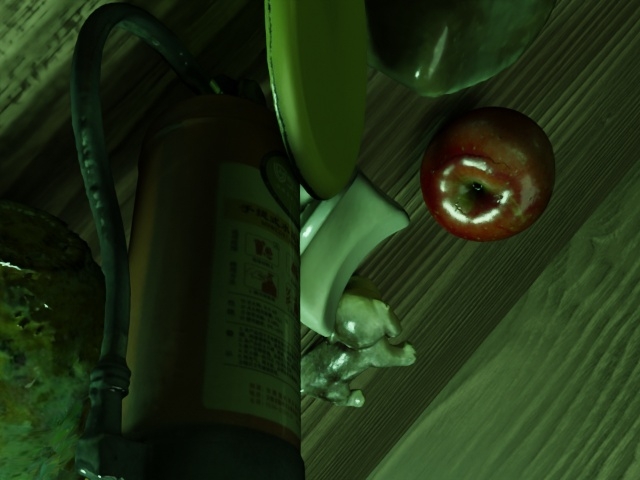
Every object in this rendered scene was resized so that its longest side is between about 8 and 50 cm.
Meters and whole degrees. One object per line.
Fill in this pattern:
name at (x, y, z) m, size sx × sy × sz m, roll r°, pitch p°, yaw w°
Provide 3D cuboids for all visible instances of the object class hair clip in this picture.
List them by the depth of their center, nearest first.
hair clip at (-0.014, -0.022, 0.736) m, size 0.172 × 0.113 × 0.282 m, roll -54°, pitch 160°, yaw -6°

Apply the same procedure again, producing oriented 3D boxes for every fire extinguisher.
fire extinguisher at (-0.072, -0.004, 0.449) m, size 0.113 × 0.376 × 0.200 m, roll -6°, pitch 144°, yaw 5°

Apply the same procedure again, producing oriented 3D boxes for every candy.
candy at (0.134, -0.215, 0.711) m, size 0.234 × 0.104 × 0.102 m, roll -26°, pitch 148°, yaw -45°

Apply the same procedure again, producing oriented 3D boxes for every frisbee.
frisbee at (0.005, -0.145, 0.524) m, size 0.236 × 0.017 × 0.236 m, roll 1°, pitch 90°, yaw -74°

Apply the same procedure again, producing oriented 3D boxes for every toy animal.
toy animal at (0.044, 0.155, 1.102) m, size 0.168 × 0.121 × 0.233 m, roll 7°, pitch 132°, yaw -44°

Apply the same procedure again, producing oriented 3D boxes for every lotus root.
lotus root at (-0.222, 0.104, 0.489) m, size 0.160 × 0.152 × 0.275 m, roll -8°, pitch 132°, yaw -44°

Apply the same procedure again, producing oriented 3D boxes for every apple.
apple at (0.223, -0.091, 0.981) m, size 0.168 × 0.181 × 0.181 m, roll -59°, pitch 170°, yaw -48°

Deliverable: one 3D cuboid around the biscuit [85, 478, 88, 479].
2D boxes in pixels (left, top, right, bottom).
biscuit at (-0.197, 0.190, 0.791) m, size 0.188 × 0.052 × 0.056 m, roll -47°, pitch 169°, yaw -6°
